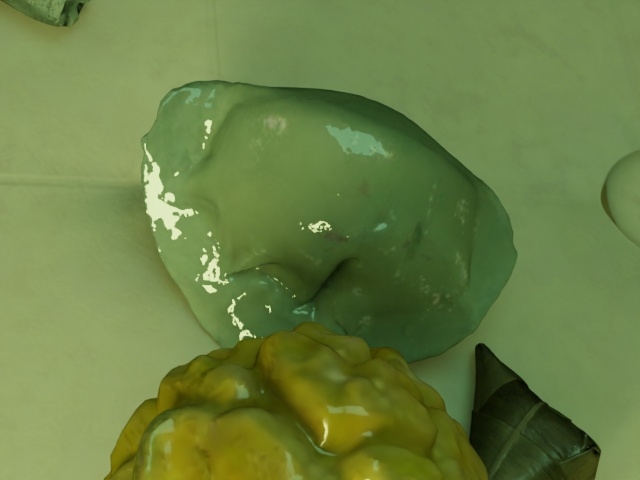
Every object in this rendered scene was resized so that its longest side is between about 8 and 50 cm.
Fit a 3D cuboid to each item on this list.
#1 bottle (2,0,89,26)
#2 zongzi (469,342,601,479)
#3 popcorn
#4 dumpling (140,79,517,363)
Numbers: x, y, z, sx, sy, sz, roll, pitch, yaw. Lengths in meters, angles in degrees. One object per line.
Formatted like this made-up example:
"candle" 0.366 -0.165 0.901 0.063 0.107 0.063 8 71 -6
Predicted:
"bottle" -0.369 -0.319 1.468 0.269 0.083 0.083 30 57 6
"zongzi" 0.153 0.192 1.295 0.160 0.078 0.176 -30 60 -27
"popcorn" -0.007 0.237 1.106 0.349 0.349 0.381 46 21 15
"dumpling" 0.016 -0.022 1.328 0.320 0.270 0.212 17 29 25
